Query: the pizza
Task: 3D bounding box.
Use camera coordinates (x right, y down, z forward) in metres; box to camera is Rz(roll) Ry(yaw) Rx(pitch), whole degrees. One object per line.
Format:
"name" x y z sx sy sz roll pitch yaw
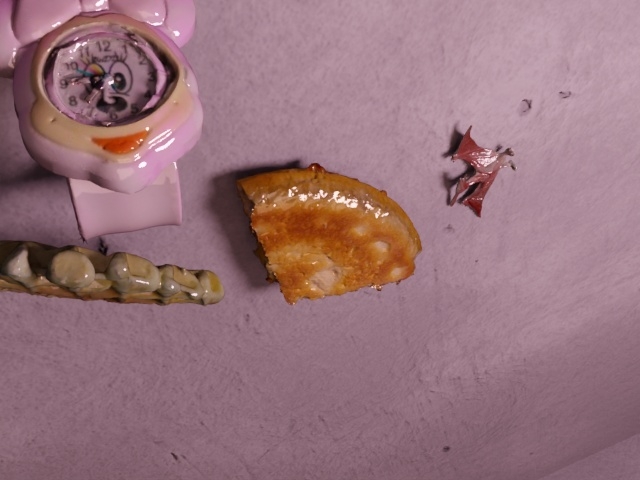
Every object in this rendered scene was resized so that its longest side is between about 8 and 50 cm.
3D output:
"pizza" 0.000 0.000 0.985 0.335 0.086 0.226 19 127 -35

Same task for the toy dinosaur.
"toy dinosaur" 0.241 -0.100 1.037 0.108 0.032 0.220 -28 140 -1

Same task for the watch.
"watch" -0.222 -0.128 0.697 0.210 0.248 0.217 -11 162 -17

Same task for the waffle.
"waffle" -0.282 0.040 0.783 0.309 0.056 0.291 1 171 35
